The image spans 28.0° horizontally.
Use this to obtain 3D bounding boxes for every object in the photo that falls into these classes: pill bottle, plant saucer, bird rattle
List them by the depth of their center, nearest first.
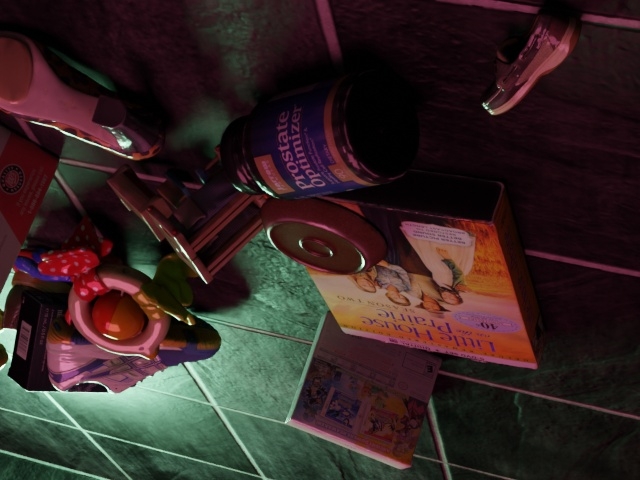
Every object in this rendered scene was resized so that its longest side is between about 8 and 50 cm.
[{"bbox_3d":[-0.007,-0.109,1.406,0.219,0.123,0.122,-9,144,47],"label":"pill bottle"},{"bbox_3d":[0.000,0.000,1.604,0.168,0.029,0.168,16,156,7],"label":"plant saucer"},{"bbox_3d":[-0.315,0.093,1.974,0.253,0.143,0.207,13,124,-6],"label":"bird rattle"}]

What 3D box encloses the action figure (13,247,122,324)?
[{"bbox_3d":[-0.412,0.084,2.111,0.280,0.091,0.139,2,106,31],"label":"action figure"}]

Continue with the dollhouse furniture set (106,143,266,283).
[{"bbox_3d":[-0.177,-0.067,1.667,0.183,0.129,0.129,41,168,31],"label":"dollhouse furniture set"}]

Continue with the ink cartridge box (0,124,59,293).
[{"bbox_3d":[-0.592,-0.074,1.725,0.384,0.279,0.160,33,155,-28],"label":"ink cartridge box"}]

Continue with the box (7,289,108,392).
[{"bbox_3d":[-0.438,0.176,2.212,0.158,0.156,0.093,6,-171,-36],"label":"box"}]

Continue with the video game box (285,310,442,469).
[{"bbox_3d":[0.070,0.235,2.006,0.205,0.187,0.048,23,156,-8],"label":"video game box"}]

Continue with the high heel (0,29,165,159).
[{"bbox_3d":[-0.318,-0.173,1.572,0.261,0.093,0.186,26,177,13],"label":"high heel"}]

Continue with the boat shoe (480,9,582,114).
[{"bbox_3d":[0.190,-0.173,1.217,0.049,0.056,0.152,29,145,-11],"label":"boat shoe"}]

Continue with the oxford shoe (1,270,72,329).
[{"bbox_3d":[-0.451,0.188,2.356,0.130,0.133,0.363,-2,149,39],"label":"oxford shoe"}]

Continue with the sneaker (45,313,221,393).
[{"bbox_3d":[-0.318,0.193,2.175,0.296,0.131,0.112,2,-154,-18],"label":"sneaker"}]

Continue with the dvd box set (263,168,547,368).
[{"bbox_3d":[0.122,0.035,1.694,0.307,0.062,0.420,10,154,22],"label":"dvd box set"}]

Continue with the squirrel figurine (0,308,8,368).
[{"bbox_3d":[-0.743,0.149,2.249,0.396,0.281,0.370,10,135,-13],"label":"squirrel figurine"}]
